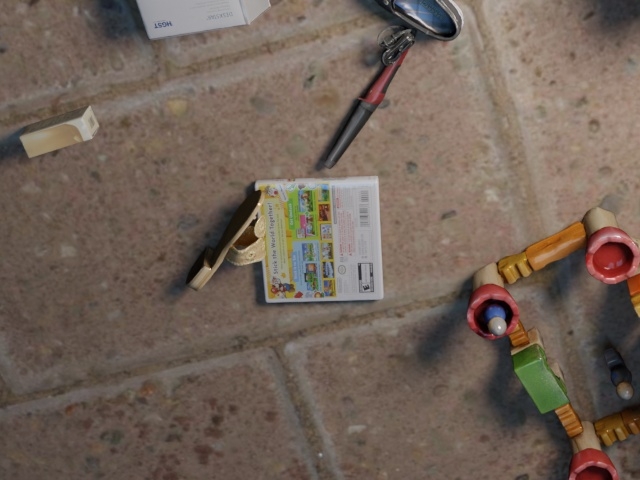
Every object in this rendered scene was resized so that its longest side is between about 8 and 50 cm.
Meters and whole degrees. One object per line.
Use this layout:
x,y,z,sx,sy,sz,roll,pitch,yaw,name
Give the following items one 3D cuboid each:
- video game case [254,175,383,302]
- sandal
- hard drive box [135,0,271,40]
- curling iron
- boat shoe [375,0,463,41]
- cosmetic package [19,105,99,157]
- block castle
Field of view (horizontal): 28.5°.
0.000,0.000,2.133,0.206,0.026,0.227,-2,117,4,video game case
-0.132,0.012,2.115,0.079,0.088,0.240,31,125,-18,sandal
-0.199,-0.430,1.875,0.181,0.089,0.232,-3,117,25,hard drive box
0.072,-0.229,2.006,0.068,0.035,0.274,4,128,-40,curling iron
0.121,-0.376,1.914,0.228,0.076,0.080,36,113,-13,boat shoe
-0.426,-0.177,2.054,0.115,0.060,0.041,-15,114,12,cosmetic package
0.468,0.200,2.096,0.303,0.213,0.453,-27,111,15,block castle
